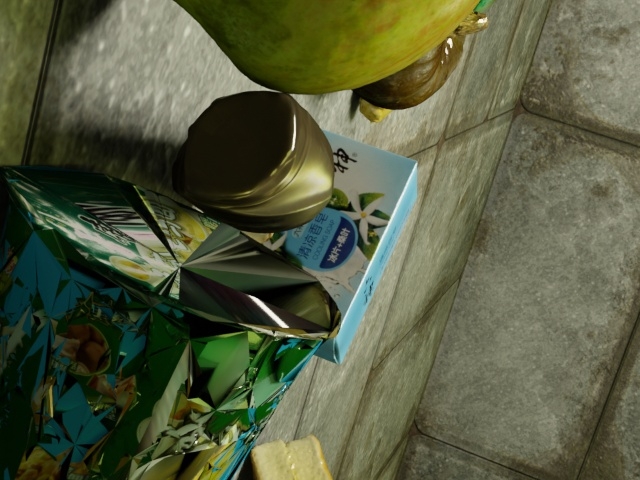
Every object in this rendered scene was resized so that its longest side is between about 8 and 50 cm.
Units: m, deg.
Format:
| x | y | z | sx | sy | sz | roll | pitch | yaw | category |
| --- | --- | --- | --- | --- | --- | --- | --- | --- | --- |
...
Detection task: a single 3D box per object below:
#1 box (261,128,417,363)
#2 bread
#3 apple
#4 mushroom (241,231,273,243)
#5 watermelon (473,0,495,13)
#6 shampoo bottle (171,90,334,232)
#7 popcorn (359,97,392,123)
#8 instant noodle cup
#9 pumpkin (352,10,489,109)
| x | y | z | sx | sy | sz | roll | pitch | yaw | category |
| --- | --- | --- | --- | --- | --- | --- | --- | --- | --- |
| 0.000 | 0.000 | 1.233 | 0.083 | 0.142 | 0.232 | 79 | 34 | -64 | box |
| -0.016 | 0.434 | 1.594 | 0.239 | 0.111 | 0.246 | 88 | -15 | -56 | bread |
| -0.004 | -0.212 | 0.727 | 0.226 | 0.246 | 0.246 | -55 | 166 | 1 | apple |
| -0.100 | 0.046 | 1.112 | 0.202 | 0.054 | 0.059 | -65 | 168 | -1 | mushroom |
| 0.148 | -0.324 | 1.473 | 0.146 | 0.128 | 0.231 | -40 | 154 | -30 | watermelon |
| -0.051 | -0.054 | 0.866 | 0.350 | 0.125 | 0.084 | 128 | -38 | -87 | shampoo bottle |
| 0.075 | -0.199 | 1.444 | 0.084 | 0.084 | 0.084 | 20 | 90 | -76 | popcorn |
| -0.125 | 0.079 | 0.738 | 0.178 | 0.240 | 0.240 | -63 | 168 | 12 | instant noodle cup |
| 0.108 | -0.251 | 1.269 | 0.219 | 0.162 | 0.219 | 15 | 90 | -76 | pumpkin |
